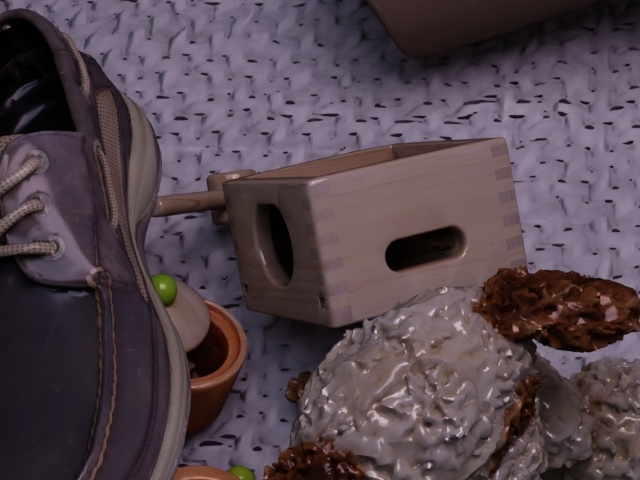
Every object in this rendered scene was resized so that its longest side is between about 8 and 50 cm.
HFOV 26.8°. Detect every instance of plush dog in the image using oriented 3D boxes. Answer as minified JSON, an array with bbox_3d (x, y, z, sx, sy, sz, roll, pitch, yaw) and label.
[{"bbox_3d":[0.057,0.102,0.710,0.210,0.225,0.262,40,75,21],"label":"plush dog"}]

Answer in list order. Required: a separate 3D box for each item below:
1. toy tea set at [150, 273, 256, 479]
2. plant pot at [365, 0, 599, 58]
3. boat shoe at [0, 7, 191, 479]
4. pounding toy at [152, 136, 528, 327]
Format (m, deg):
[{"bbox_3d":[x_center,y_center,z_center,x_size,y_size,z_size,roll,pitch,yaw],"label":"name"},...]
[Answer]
[{"bbox_3d":[-0.110,0.139,0.704,0.200,0.124,0.336,2,45,-12],"label":"toy tea set"},{"bbox_3d":[0.119,-0.235,0.873,0.229,0.263,0.263,-31,64,10],"label":"plant pot"},{"bbox_3d":[-0.155,0.010,0.671,0.132,0.130,0.355,-25,40,8],"label":"boat shoe"},{"bbox_3d":[-0.011,0.002,0.814,0.181,0.206,0.094,-14,98,-24],"label":"pounding toy"}]
